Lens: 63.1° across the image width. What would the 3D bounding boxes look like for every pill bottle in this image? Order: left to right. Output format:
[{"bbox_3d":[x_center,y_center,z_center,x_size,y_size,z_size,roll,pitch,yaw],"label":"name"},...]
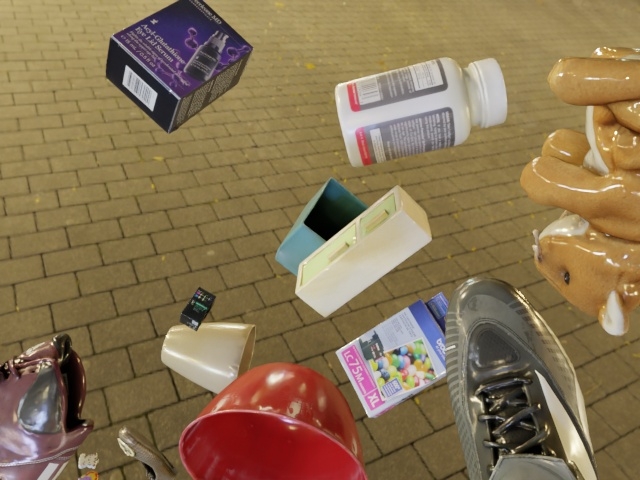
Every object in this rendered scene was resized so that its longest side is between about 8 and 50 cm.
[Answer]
[{"bbox_3d":[0.200,-0.267,1.060,0.318,0.176,0.176,-11,40,9],"label":"pill bottle"}]

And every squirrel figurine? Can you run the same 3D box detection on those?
[{"bbox_3d":[0.475,-0.044,0.695,0.396,0.371,0.281,15,28,25],"label":"squirrel figurine"}]

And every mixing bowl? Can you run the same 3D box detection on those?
[{"bbox_3d":[-0.035,0.189,0.520,0.181,0.181,0.098,16,37,3],"label":"mixing bowl"}]

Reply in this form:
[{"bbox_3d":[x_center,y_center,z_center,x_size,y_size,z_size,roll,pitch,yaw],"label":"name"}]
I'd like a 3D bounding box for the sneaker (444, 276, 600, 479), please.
[{"bbox_3d":[0.117,0.132,0.288,0.078,0.106,0.234,-13,77,18],"label":"sneaker"}]

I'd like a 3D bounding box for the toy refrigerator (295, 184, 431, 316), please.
[{"bbox_3d":[0.074,0.021,0.999,0.094,0.269,0.102,41,26,-21],"label":"toy refrigerator"}]

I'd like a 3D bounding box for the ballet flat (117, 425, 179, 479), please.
[{"bbox_3d":[-0.360,0.453,1.077,0.084,0.250,0.058,34,62,29],"label":"ballet flat"}]

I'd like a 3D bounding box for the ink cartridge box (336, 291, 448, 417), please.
[{"bbox_3d":[0.212,0.278,1.287,0.311,0.065,0.186,-33,64,8],"label":"ink cartridge box"}]

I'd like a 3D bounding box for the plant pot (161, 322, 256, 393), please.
[{"bbox_3d":[-0.385,0.384,1.767,0.273,0.257,0.256,12,40,3],"label":"plant pot"}]

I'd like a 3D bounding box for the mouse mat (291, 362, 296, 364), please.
[{"bbox_3d":[-0.106,0.366,1.101,0.189,0.007,0.153,-21,88,-23],"label":"mouse mat"}]

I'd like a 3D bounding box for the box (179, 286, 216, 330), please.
[{"bbox_3d":[-0.300,0.168,1.276,0.052,0.062,0.083,29,55,-2],"label":"box"}]

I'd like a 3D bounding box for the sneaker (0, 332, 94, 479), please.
[{"bbox_3d":[-0.353,0.134,0.556,0.281,0.162,0.106,43,0,0],"label":"sneaker"}]

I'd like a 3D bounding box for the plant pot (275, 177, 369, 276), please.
[{"bbox_3d":[0.000,0.000,1.286,0.165,0.234,0.165,38,53,-10],"label":"plant pot"}]

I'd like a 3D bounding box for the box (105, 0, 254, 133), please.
[{"bbox_3d":[-0.248,-0.318,0.930,0.153,0.108,0.207,41,55,-4],"label":"box"}]

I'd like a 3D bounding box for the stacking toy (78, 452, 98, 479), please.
[{"bbox_3d":[-0.673,0.743,1.488,0.052,0.167,0.221,5,43,-17],"label":"stacking toy"}]
